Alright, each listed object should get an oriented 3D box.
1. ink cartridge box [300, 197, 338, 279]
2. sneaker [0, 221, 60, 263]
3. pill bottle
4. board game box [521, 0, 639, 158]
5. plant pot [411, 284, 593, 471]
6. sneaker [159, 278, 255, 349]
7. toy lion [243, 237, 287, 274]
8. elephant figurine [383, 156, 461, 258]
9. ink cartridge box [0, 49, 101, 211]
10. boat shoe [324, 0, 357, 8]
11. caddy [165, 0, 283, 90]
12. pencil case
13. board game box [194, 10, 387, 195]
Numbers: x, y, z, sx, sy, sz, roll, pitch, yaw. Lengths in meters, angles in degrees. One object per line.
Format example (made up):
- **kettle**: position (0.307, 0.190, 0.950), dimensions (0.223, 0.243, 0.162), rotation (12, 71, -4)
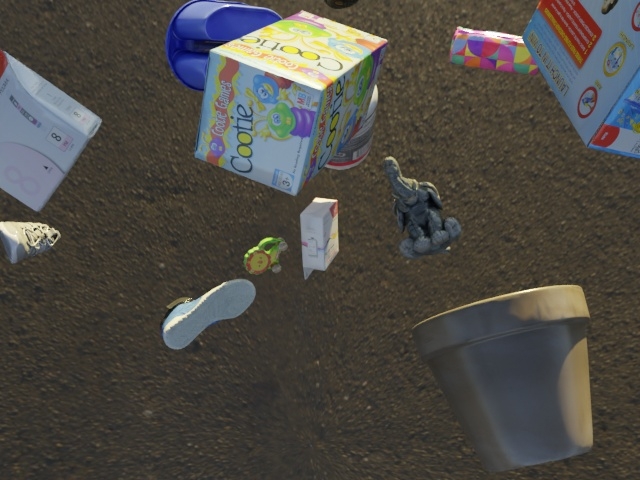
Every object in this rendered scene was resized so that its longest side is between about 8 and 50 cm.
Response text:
- **ink cartridge box**: position (0.000, 0.000, 1.839), dimensions (0.067, 0.198, 0.115), rotation (9, 30, 19)
- **sneaker**: position (-0.727, -0.013, 1.730), dimensions (0.115, 0.281, 0.105), rotation (-19, 98, -11)
- **pill bottle**: position (0.049, -0.323, 1.692), dimensions (0.177, 0.318, 0.176), rotation (0, 67, 0)
- **board game box**: position (0.412, -0.320, 0.906), dimensions (0.086, 0.301, 0.308), rotation (10, 42, -14)
- **plant pot**: position (0.355, 0.258, 1.254), dimensions (0.324, 0.323, 0.280), rotation (-11, 72, -4)
- **sneaker**: position (-0.174, 0.100, 1.035), dimensions (0.152, 0.085, 0.058), rotation (-36, 112, -13)
- **toy lion**: position (-0.139, 0.039, 1.695), dimensions (0.096, 0.034, 0.100), rotation (7, 113, -27)
- **elephant figurine**: position (0.246, -0.085, 1.745), dimensions (0.170, 0.186, 0.239), rotation (-17, 72, -25)
- **ink cartridge box**: position (-0.452, -0.169, 0.968), dimensions (0.232, 0.189, 0.066), rotation (34, 40, -20)
- **boat shoe**: position (0.070, -0.583, 1.228), dimensions (0.120, 0.123, 0.324), rotation (44, 111, 30)
- **caddy**: position (-0.253, -0.523, 1.872), dimensions (0.179, 0.341, 0.241), rotation (23, 115, 43)
- **pencil case**: position (0.451, -0.488, 1.758), dimensions (0.237, 0.104, 0.104), rotation (9, 73, 13)
- **board game box**: position (-0.029, -0.192, 0.911), dimensions (0.142, 0.144, 0.275), rotation (22, 33, 11)
